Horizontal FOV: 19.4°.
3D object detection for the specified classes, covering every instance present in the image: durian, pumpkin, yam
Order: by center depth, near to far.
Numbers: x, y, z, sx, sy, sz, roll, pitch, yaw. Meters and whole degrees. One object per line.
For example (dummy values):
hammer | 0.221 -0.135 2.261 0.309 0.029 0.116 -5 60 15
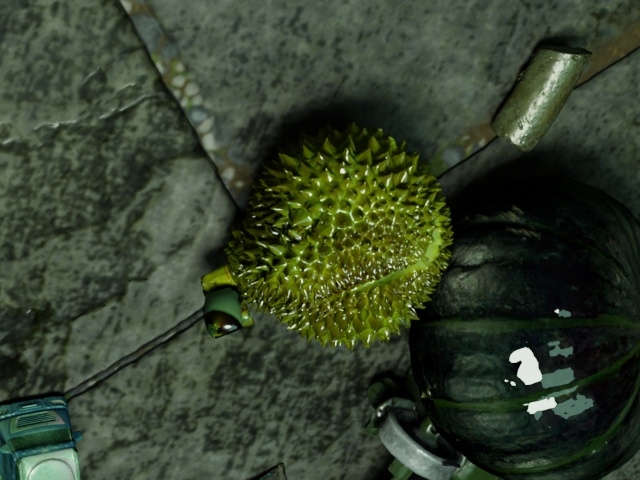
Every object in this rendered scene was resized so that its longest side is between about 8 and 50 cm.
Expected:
durian | 0.014 0.000 1.397 0.159 0.146 0.198 21 137 -19
yam | 0.172 -0.116 1.464 0.043 0.043 0.094 14 114 -34
pumpkin | 0.171 0.071 1.488 0.250 0.216 0.249 0 90 -43

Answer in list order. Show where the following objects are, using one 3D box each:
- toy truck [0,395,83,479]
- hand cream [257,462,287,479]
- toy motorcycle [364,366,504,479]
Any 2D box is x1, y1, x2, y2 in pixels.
toy truck | -0.222 0.212 1.468 0.067 0.081 0.175 -8 126 -20
hand cream | -0.095 0.248 1.592 0.163 0.039 0.062 -23 115 -14
toy motorcycle | 0.105 0.221 1.627 0.275 0.127 0.205 21 112 -44
